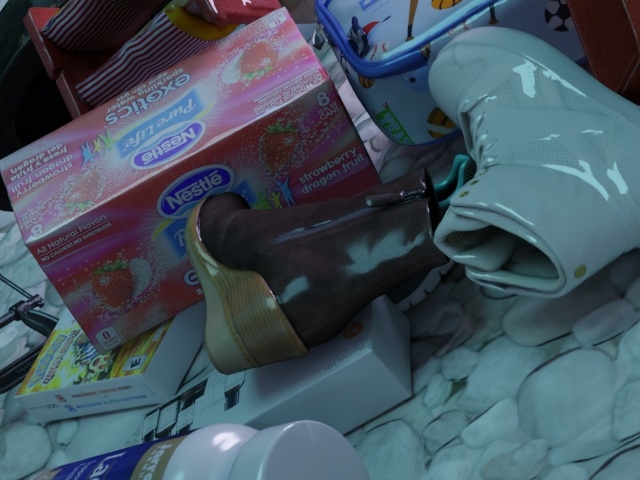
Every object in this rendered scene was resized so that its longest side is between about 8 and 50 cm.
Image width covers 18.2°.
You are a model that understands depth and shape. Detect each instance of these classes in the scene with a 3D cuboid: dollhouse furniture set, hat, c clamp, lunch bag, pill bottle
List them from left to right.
[{"bbox_3d":[-0.318,0.100,1.971,0.137,0.022,0.160,22,40,26],"label":"c clamp"},{"bbox_3d":[-0.275,-0.193,2.104,0.134,0.331,0.331,42,82,20],"label":"hat"},{"bbox_3d":[-0.097,0.216,1.444,0.264,0.153,0.153,-19,35,37],"label":"pill bottle"},{"bbox_3d":[-0.082,-0.217,1.972,0.201,0.152,0.374,-40,-19,32],"label":"dollhouse furniture set"},{"bbox_3d":[0.140,-0.217,1.767,0.303,0.115,0.243,-28,31,2],"label":"lunch bag"}]

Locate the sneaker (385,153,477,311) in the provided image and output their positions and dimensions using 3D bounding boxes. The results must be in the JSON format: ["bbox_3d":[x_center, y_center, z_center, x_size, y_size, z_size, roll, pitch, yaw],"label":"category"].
[{"bbox_3d":[0.082,-0.008,1.620,0.166,0.076,0.065,-40,26,3],"label":"sneaker"}]

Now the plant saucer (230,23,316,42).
[{"bbox_3d":[-0.071,-0.237,2.198,0.195,0.037,0.195,-32,28,19],"label":"plant saucer"}]

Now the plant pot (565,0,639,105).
[{"bbox_3d":[0.290,-0.272,1.485,0.235,0.267,0.267,-19,-7,2],"label":"plant pot"}]

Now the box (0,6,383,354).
[{"bbox_3d":[-0.114,-0.055,1.782,0.300,0.154,0.142,-28,38,0],"label":"box"}]

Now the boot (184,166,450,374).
[{"bbox_3d":[0.000,0.000,1.601,0.207,0.090,0.248,-28,29,10],"label":"boot"}]

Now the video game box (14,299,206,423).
[{"bbox_3d":[-0.172,0.072,1.870,0.187,0.048,0.205,-16,37,43],"label":"video game box"}]

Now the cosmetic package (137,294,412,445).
[{"bbox_3d":[-0.040,0.131,1.595,0.239,0.060,0.099,-32,30,20],"label":"cosmetic package"}]

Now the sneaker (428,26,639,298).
[{"bbox_3d":[0.134,-0.060,1.503,0.169,0.108,0.292,-31,38,-20],"label":"sneaker"}]
